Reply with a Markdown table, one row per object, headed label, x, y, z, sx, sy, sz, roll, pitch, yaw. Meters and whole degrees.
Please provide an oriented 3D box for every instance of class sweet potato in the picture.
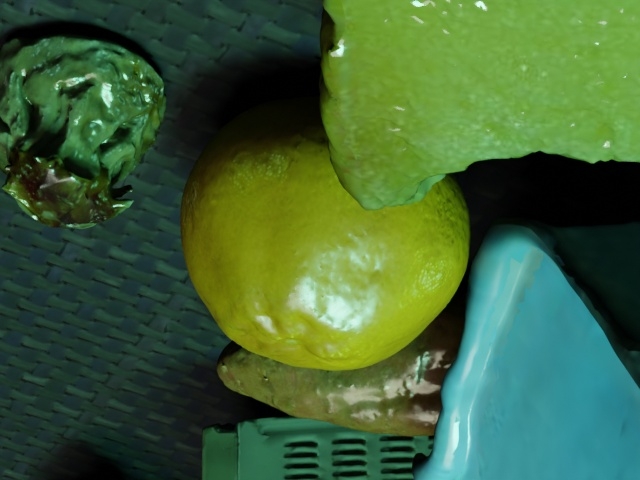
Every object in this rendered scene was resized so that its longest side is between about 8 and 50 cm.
| label | x | y | z | sx | sy | sz | roll | pitch | yaw |
| --- | --- | --- | --- | --- | --- | --- | --- | --- | --- |
| sweet potato | 0.058 | 0.076 | 1.186 | 0.251 | 0.097 | 0.097 | 0 | 146 | 9 |

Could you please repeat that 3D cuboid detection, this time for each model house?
| label | x | y | z | sx | sy | sz | roll | pitch | yaw |
| --- | --- | --- | --- | --- | --- | --- | --- | --- | --- |
| model house | 0.241 | 0.113 | 1.058 | 0.303 | 0.215 | 0.237 | -5 | 131 | -24 |

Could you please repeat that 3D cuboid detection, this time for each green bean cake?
| label | x | y | z | sx | sy | sz | roll | pitch | yaw |
| --- | --- | --- | --- | --- | --- | --- | --- | --- | --- |
| green bean cake | 0.120 | -0.109 | 0.868 | 0.236 | 0.124 | 0.233 | 5 | 145 | 4 |

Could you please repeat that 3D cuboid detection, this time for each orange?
| label | x | y | z | sx | sy | sz | roll | pitch | yaw |
| --- | --- | --- | --- | --- | --- | --- | --- | --- | --- |
| orange | 0.000 | 0.000 | 1.043 | 0.159 | 0.136 | 0.159 | 13 | 148 | 8 |

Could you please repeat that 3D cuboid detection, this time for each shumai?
| label | x | y | z | sx | sy | sz | roll | pitch | yaw |
| --- | --- | --- | --- | --- | --- | --- | --- | --- | --- |
| shumai | -0.140 | -0.047 | 1.049 | 0.099 | 0.087 | 0.124 | 21 | 146 | -21 |

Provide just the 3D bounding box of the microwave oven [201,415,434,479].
| label | x | y | z | sx | sy | sz | roll | pitch | yaw |
| --- | --- | --- | --- | --- | --- | --- | --- | --- | --- |
| microwave oven | 0.066 | 0.273 | 1.350 | 0.286 | 0.218 | 0.355 | -5 | 146 | 4 |
